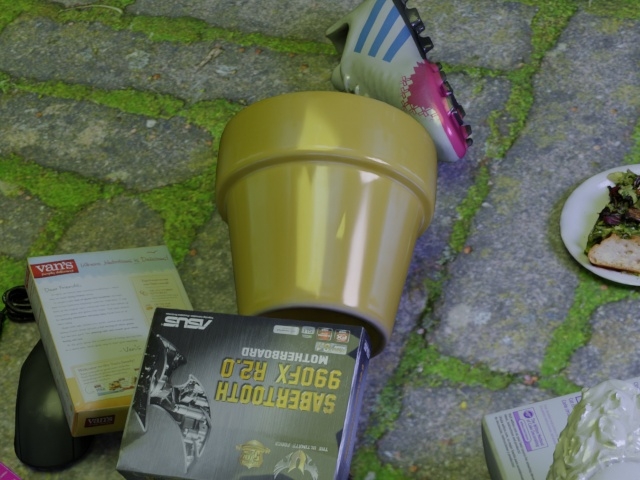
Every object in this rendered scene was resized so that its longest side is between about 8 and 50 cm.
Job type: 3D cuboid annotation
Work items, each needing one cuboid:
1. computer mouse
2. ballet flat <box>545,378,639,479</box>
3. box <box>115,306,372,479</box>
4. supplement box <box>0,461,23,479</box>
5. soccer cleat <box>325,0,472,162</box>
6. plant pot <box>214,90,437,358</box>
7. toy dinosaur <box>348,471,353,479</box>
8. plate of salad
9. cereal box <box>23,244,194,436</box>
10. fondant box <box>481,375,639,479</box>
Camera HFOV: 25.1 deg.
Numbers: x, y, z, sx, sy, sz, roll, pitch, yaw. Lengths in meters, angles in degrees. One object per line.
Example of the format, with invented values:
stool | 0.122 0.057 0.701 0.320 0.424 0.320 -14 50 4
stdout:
computer mouse | -0.328 0.138 1.639 0.184 0.060 0.262 2 46 12
ballet flat | 0.244 0.316 1.192 0.147 0.147 0.409 9 78 19
box | -0.076 0.169 1.466 0.231 0.056 0.183 5 64 16
supplement box | -0.389 0.267 1.489 0.220 0.111 0.114 30 59 34
soccer cleat | 0.095 -0.195 1.860 0.143 0.116 0.331 -26 42 8
plant pot | 0.000 0.000 1.595 0.254 0.254 0.239 0 62 11
toy dinosaur | -0.034 0.241 1.478 0.112 0.064 0.211 -33 49 -18
plate of salad | 0.379 -0.028 1.668 0.200 0.048 0.200 -6 45 6
cereal box | -0.223 0.106 1.611 0.173 0.047 0.240 -5 44 -23
fondant box | 0.346 0.244 1.377 0.330 0.096 0.238 -14 46 -1
